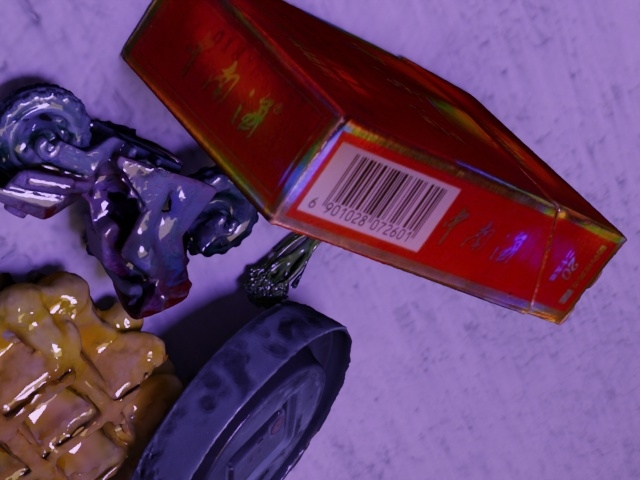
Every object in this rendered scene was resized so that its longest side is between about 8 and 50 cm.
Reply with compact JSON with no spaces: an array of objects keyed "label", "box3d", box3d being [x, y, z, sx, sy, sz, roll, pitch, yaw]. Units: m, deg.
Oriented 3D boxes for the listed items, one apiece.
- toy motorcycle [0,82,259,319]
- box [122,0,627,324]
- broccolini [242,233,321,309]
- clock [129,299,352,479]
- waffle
[{"label":"toy motorcycle","box3d":[-0.140,-0.021,1.209,0.213,0.082,0.122,26,96,-39]},{"label":"box","box3d":[0.043,-0.061,1.228,0.313,0.197,0.089,20,110,-47]},{"label":"broccolini","box3d":[0.000,0.000,1.374,0.140,0.035,0.030,-41,144,-5]},{"label":"clock","box3d":[-0.061,0.144,1.374,0.226,0.049,0.226,-48,163,-20]},{"label":"waffle","box3d":[-0.269,0.191,1.283,0.380,0.095,0.382,-8,131,-38]}]
